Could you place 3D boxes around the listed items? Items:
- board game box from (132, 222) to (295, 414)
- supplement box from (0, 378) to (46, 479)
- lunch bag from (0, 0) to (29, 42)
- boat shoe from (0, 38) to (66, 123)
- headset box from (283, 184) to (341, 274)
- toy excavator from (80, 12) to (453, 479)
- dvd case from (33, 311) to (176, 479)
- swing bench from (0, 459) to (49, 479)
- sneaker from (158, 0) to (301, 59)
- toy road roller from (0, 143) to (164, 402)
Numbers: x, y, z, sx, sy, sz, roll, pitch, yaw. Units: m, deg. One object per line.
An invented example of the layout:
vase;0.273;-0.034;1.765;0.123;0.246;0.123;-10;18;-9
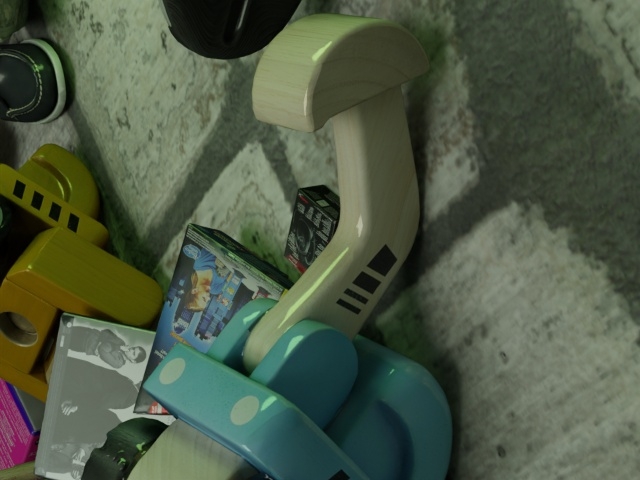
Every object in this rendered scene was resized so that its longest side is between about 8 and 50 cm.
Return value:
board game box;-0.092;0.114;1.284;0.194;0.060;0.194;33;100;31
supplement box;-0.370;0.256;1.726;0.114;0.111;0.220;57;140;27
lunch bag;-0.451;-0.374;1.623;0.287;0.169;0.235;23;116;55
boat shoe;-0.426;-0.202;1.697;0.302;0.091;0.114;4;103;54
headset box;0.000;0.000;1.213;0.062;0.032;0.083;42;131;41
toy excavator;-0.001;0.095;1.105;0.222;0.445;0.433;18;154;50
dvd case;-0.178;0.183;1.368;0.238;0.029;0.179;10;89;19
swing bench;-0.269;0.367;1.493;0.254;0.165;0.253;-17;85;24
sneaker;-0.108;-0.388;1.185;0.257;0.169;0.448;14;102;61
toy road roller;-0.316;0.030;1.562;0.329;0.240;0.202;32;134;-1
